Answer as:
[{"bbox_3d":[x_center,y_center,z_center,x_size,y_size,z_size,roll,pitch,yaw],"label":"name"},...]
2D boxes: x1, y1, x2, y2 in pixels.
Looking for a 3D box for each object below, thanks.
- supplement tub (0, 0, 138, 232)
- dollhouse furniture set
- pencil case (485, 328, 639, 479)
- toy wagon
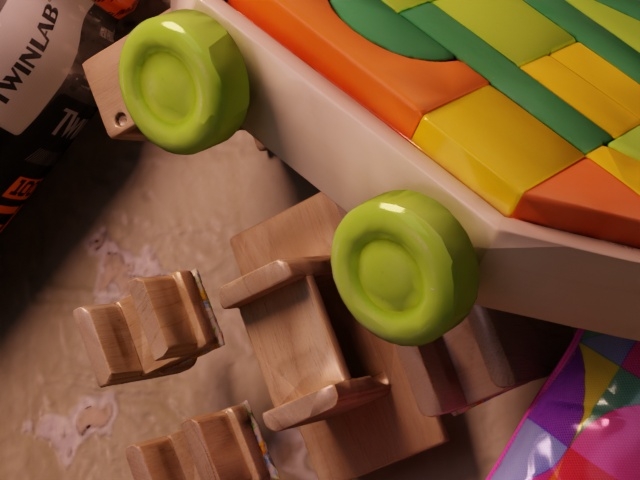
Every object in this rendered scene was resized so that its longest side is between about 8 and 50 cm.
[{"bbox_3d":[-0.270,-0.081,0.955,0.338,0.207,0.207,-51,51,7],"label":"supplement tub"},{"bbox_3d":[0.000,0.000,0.801,0.212,0.161,0.242,-26,79,27],"label":"dollhouse furniture set"},{"bbox_3d":[0.107,0.129,0.669,0.104,0.104,0.236,35,90,39],"label":"pencil case"},{"bbox_3d":[0.036,-0.092,0.675,0.344,0.267,0.068,40,129,19],"label":"toy wagon"}]
